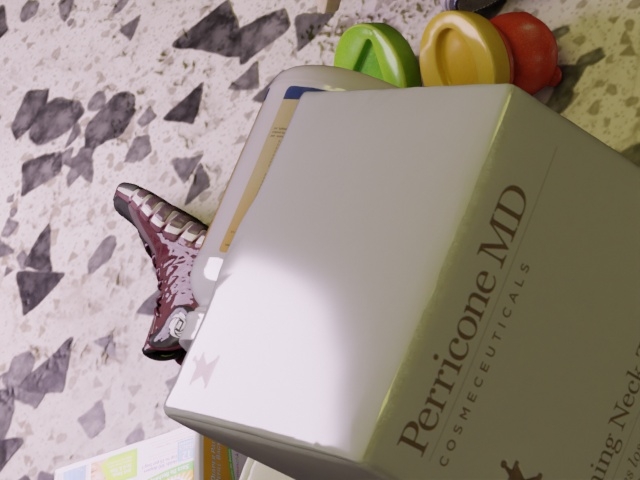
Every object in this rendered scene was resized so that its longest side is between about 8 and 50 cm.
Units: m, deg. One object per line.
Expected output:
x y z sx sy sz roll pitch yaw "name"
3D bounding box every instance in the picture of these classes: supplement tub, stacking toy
0.000 0.000 1.949 0.228 0.228 0.316 12 73 40 "supplement tub"
0.122 -0.265 2.054 0.279 0.130 0.309 -25 83 57 "stacking toy"

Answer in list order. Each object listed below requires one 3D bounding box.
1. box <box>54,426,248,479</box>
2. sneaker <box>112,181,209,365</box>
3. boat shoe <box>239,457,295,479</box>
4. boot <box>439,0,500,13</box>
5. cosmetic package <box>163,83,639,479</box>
-0.179 0.286 2.007 0.203 0.103 0.114 -21 55 26 "box"
-0.179 0.048 2.143 0.281 0.106 0.162 32 90 42 "sneaker"
-0.064 0.349 1.897 0.109 0.091 0.305 15 76 31 "boat shoe"
0.220 -0.301 2.059 0.190 0.069 0.086 -42 42 9 "boot"
0.147 0.097 1.625 0.327 0.394 0.329 5 69 57 "cosmetic package"
